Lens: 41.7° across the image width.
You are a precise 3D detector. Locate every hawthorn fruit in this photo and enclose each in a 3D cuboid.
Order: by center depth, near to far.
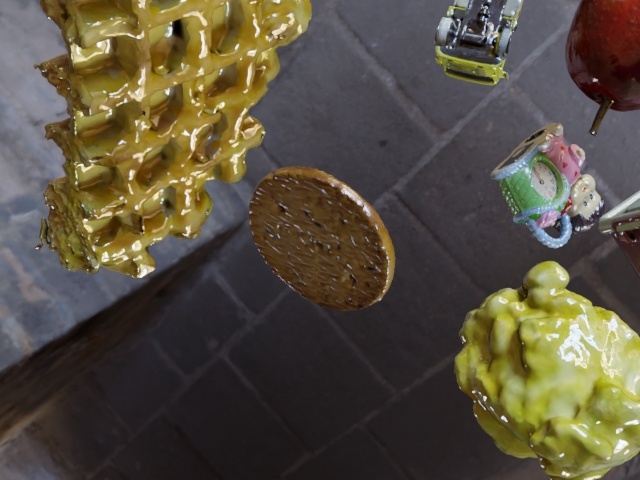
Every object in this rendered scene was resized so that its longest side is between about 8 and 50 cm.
[{"bbox_3d":[0.476,-0.291,1.313,0.210,0.230,0.266,30,98,2],"label":"hawthorn fruit"}]

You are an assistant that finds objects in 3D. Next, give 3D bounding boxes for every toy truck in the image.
[{"bbox_3d":[0.281,-0.389,1.384,0.124,0.157,0.272,16,79,17],"label":"toy truck"}]

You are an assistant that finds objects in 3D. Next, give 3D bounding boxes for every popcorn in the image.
[{"bbox_3d":[0.293,0.167,1.039,0.250,0.235,0.241,59,148,23],"label":"popcorn"}]

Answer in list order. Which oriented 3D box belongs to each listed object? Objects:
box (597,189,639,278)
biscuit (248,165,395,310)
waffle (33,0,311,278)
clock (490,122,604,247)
[{"bbox_3d":[0.539,-0.030,1.102,0.167,0.294,0.193,61,161,-3],"label":"box"},{"bbox_3d":[0.001,-0.001,0.934,0.188,0.027,0.187,21,134,24],"label":"biscuit"},{"bbox_3d":[-0.071,-0.065,0.337,0.046,0.161,0.192,38,104,25],"label":"waffle"},{"bbox_3d":[0.410,-0.086,1.491,0.195,0.194,0.100,54,147,-10],"label":"clock"}]
